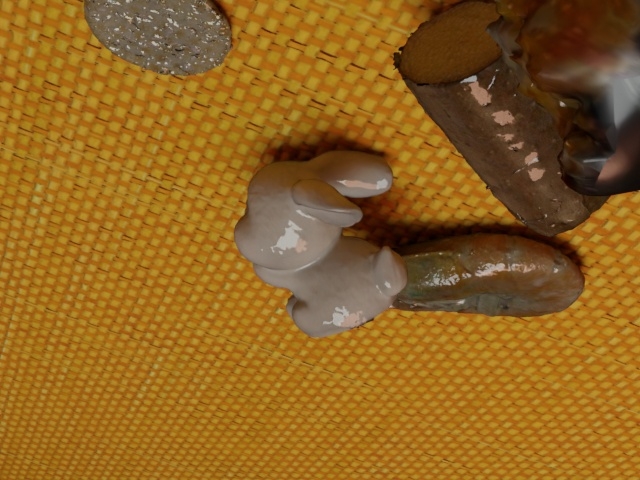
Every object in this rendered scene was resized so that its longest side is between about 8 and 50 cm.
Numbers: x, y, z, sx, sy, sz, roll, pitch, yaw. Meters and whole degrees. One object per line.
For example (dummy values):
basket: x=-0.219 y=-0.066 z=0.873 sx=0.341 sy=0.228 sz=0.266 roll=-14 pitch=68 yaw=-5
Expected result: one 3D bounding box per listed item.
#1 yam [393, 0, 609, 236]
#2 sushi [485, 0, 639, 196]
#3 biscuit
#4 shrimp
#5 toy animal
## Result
yam: x=0.181 y=-0.113 z=1.242 sx=0.128 sy=0.129 sz=0.238 roll=-35 pitch=129 yaw=13
sushi: x=0.309 y=-0.192 z=0.855 sx=0.417 sy=0.176 sz=0.417 roll=-26 pitch=148 yaw=-18
biscuit: x=-0.158 y=-0.211 z=1.329 sx=0.152 sy=0.020 sz=0.152 roll=9 pitch=148 yaw=6
shrimp: x=0.148 y=0.054 z=1.579 sx=0.317 sy=0.077 sz=0.168 roll=-4 pitch=147 yaw=23
toy animal: x=0.008 y=0.003 z=1.467 sx=0.178 sy=0.127 sz=0.193 roll=-2 pitch=117 yaw=37
